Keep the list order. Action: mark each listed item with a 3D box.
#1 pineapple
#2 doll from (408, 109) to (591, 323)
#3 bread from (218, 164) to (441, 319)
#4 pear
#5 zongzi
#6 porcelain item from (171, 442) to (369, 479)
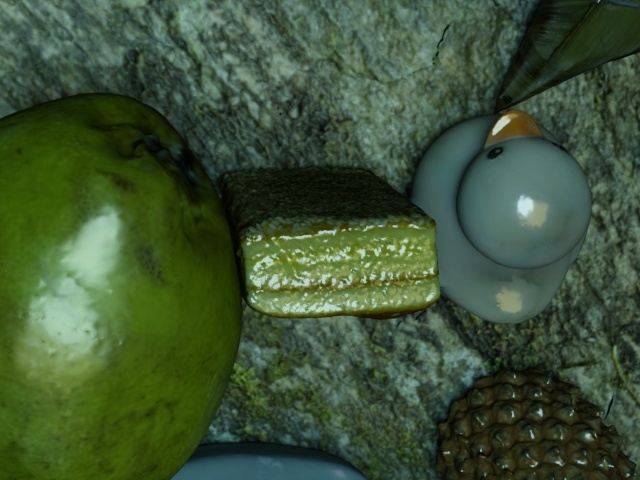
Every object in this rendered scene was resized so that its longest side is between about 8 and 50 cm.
[{"bbox_3d":[0.277,0.306,0.948,0.223,0.357,0.223,-5,113,-13],"label":"pineapple"},{"bbox_3d":[0.202,-0.021,0.891,0.221,0.221,0.251,-9,114,-9],"label":"doll"},{"bbox_3d":[0.000,0.000,0.842,0.184,0.234,0.110,-3,108,-11],"label":"bread"},{"bbox_3d":[-0.241,0.069,0.748,0.352,0.352,0.413,17,122,-17],"label":"pear"},{"bbox_3d":[0.350,-0.238,0.905,0.286,0.138,0.300,8,127,-27],"label":"zongzi"},{"bbox_3d":[-0.055,0.360,0.993,0.405,0.178,0.242,14,108,-13],"label":"porcelain item"}]
